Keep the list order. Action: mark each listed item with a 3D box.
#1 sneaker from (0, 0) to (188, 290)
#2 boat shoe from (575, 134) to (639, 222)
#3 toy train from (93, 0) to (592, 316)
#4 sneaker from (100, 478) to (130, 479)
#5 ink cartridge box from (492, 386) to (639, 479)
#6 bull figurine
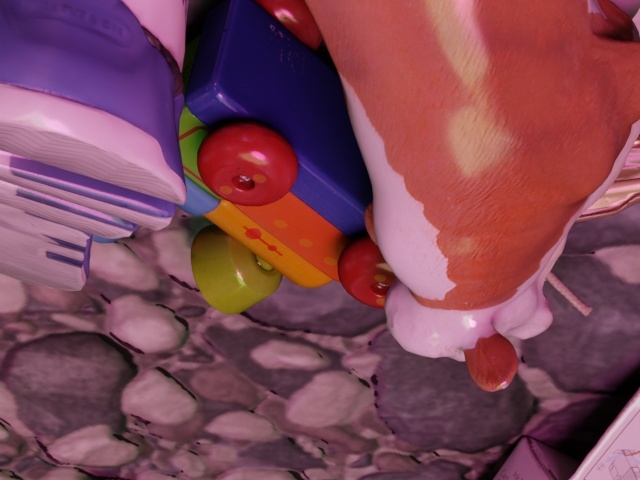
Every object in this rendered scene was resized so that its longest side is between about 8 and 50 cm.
[{"bbox_3d":[-0.111,-0.089,0.584,0.127,0.182,0.315,21,164,-22],"label":"sneaker"},{"bbox_3d":[0.162,-0.053,0.675,0.178,0.064,0.060,-11,109,1],"label":"boat shoe"},{"bbox_3d":[0.000,0.000,0.712,0.143,0.105,0.248,-25,131,37],"label":"toy train"},{"bbox_3d":[-0.108,0.193,0.942,0.118,0.042,0.067,20,129,-21],"label":"sneaker"},{"bbox_3d":[0.245,0.195,0.926,0.296,0.066,0.261,28,104,-25],"label":"ink cartridge box"},{"bbox_3d":[0.068,-0.091,0.549,0.188,0.101,0.310,-31,120,-7],"label":"bull figurine"}]
